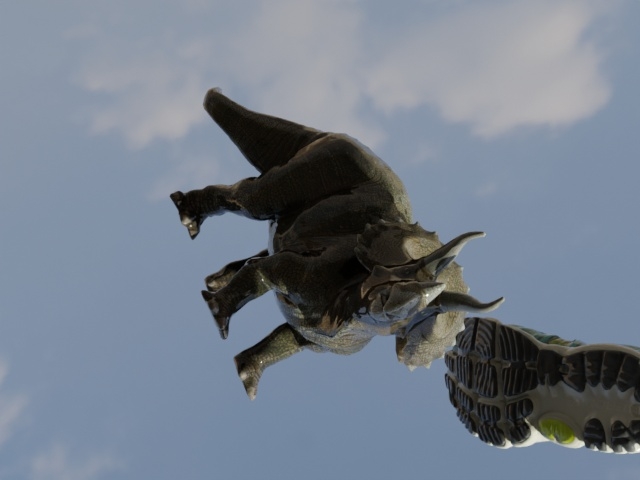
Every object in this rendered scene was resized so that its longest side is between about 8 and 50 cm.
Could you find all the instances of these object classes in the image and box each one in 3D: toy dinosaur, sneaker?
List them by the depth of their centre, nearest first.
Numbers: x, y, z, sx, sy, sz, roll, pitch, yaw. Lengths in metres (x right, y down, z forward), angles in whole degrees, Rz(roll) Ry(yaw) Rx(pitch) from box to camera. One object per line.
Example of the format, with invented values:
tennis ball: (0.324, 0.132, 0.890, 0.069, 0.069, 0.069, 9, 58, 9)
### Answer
toy dinosaur: (0.000, 0.000, 0.921, 0.160, 0.121, 0.313, -21, -145, -1)
sneaker: (0.209, 0.124, 1.208, 0.110, 0.107, 0.275, 0, -174, -39)
